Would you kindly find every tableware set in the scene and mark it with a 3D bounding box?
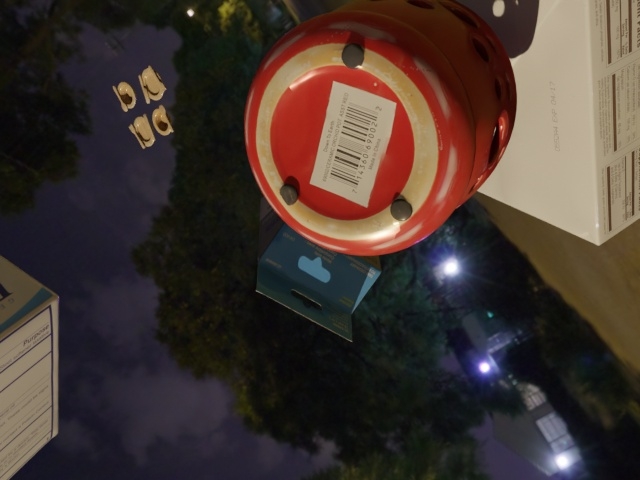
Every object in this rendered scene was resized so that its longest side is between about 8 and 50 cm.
[{"bbox_3d":[-0.359,-0.271,1.211,0.020,0.168,0.141,-32,-74,-45],"label":"tableware set"}]

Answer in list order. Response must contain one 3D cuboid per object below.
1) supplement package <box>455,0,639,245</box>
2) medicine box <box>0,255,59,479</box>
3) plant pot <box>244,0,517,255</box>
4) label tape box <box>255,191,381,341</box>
[{"bbox_3d":[0.241,-0.167,0.591,0.204,0.145,0.262,40,154,54],"label":"supplement package"},{"bbox_3d":[-0.402,0.174,0.558,0.149,0.289,0.263,31,-138,10],"label":"medicine box"},{"bbox_3d":[0.044,-0.093,0.460,0.191,0.191,0.174,55,-147,-2],"label":"plant pot"},{"bbox_3d":[0.000,0.000,1.171,0.240,0.106,0.334,31,-147,-28],"label":"label tape box"}]
